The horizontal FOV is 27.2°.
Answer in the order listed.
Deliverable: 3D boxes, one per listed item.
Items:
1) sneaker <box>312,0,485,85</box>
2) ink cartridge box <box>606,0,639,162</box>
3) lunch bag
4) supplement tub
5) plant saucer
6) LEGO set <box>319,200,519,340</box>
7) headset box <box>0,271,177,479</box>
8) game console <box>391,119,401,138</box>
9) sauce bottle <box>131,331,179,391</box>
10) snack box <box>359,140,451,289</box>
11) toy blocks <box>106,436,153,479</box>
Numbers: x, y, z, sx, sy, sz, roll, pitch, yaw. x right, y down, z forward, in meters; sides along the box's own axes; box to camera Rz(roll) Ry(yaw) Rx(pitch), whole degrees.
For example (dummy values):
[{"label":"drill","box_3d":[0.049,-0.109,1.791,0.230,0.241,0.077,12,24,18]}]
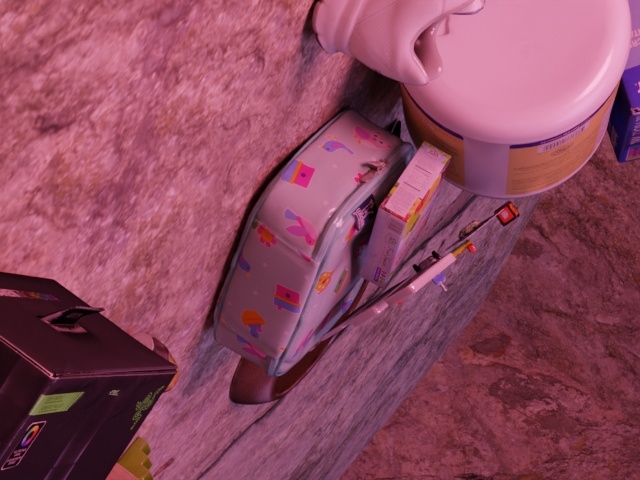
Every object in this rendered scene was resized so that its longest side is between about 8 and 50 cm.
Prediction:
[{"label":"sneaker","box_3d":[0.106,-0.268,1.129,0.111,0.129,0.297,-32,152,-54]},{"label":"ink cartridge box","box_3d":[0.394,-0.262,1.601,0.151,0.396,0.270,-19,168,6]},{"label":"lunch bag","box_3d":[0.000,0.000,1.455,0.224,0.108,0.279,-42,161,-47]},{"label":"supplement tub","box_3d":[0.204,-0.182,1.447,0.241,0.241,0.331,-54,168,-6]},{"label":"plant saucer","box_3d":[-0.012,0.109,1.826,0.311,0.050,0.311,-50,166,-17]},{"label":"LEGO set","box_3d":[0.131,0.041,1.484,0.244,0.060,0.182,-36,-179,-40]},{"label":"headset box","box_3d":[-0.244,0.152,0.890,0.283,0.131,0.246,-57,168,1]},{"label":"game console","box_3d":[0.053,-0.083,1.662,0.107,0.071,0.122,-7,137,-33]},{"label":"sauce bottle","box_3d":[-0.166,0.119,1.296,0.042,0.042,0.128,-53,168,-12]},{"label":"snack box","box_3d":[0.088,-0.025,1.397,0.100,0.037,0.141,-54,169,-30]},{"label":"toy blocks","box_3d":[-0.158,0.381,1.487,0.191,0.261,0.381,-52,167,-18]}]
